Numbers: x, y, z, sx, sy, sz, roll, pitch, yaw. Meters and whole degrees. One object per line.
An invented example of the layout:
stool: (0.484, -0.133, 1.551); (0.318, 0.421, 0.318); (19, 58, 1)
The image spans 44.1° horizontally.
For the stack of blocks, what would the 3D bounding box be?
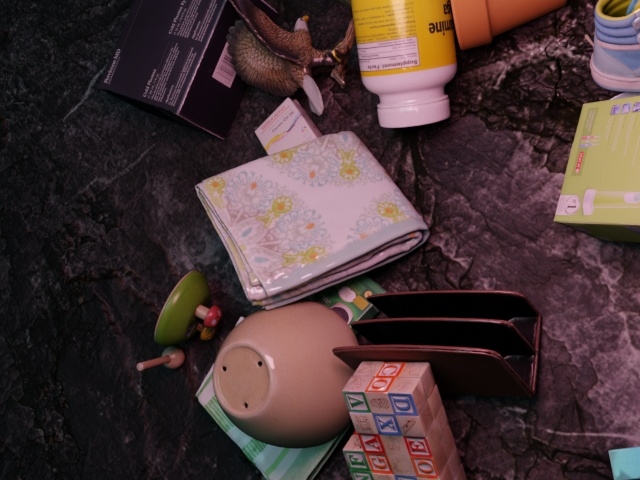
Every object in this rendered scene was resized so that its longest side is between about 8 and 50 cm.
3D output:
stack of blocks: (0.133, 0.351, 1.338); (0.171, 0.087, 0.297); (-5, 115, 32)

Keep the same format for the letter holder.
letter holder: (0.198, 0.161, 1.361); (0.301, 0.214, 0.152); (-4, 61, 33)

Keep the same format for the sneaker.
sneaker: (0.584, -0.333, 1.244); (0.318, 0.208, 0.127); (3, 58, 26)

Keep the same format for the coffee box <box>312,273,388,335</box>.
coffee box: (0.036, 0.143, 1.565); (0.184, 0.040, 0.113); (-46, 54, -8)

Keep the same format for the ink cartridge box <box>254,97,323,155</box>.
ink cartridge box: (-0.069, -0.231, 1.751); (0.115, 0.067, 0.198); (-43, 52, 15)

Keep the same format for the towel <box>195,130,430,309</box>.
towel: (-0.023, -0.056, 1.542); (0.374, 0.090, 0.321); (-21, 56, -16)

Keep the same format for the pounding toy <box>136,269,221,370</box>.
pounding toy: (-0.282, 0.194, 1.739); (0.110, 0.183, 0.237); (25, 92, 10)

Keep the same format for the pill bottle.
pill bottle: (0.162, -0.394, 1.512); (0.187, 0.188, 0.334); (2, 109, 34)

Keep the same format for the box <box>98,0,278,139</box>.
box: (-0.324, -0.464, 1.924); (0.312, 0.179, 0.343); (24, 90, 35)

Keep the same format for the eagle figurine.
eagle figurine: (-0.080, -0.413, 1.686); (0.298, 0.225, 0.227); (12, 115, 0)

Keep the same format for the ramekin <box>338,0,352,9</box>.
ramekin: (0.111, -0.642, 1.702); (0.303, 0.148, 0.304); (-10, 71, 31)

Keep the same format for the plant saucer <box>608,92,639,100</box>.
plant saucer: (0.545, -0.162, 1.346); (0.194, 0.037, 0.195); (-9, 72, 31)

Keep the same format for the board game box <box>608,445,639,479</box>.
board game box: (0.543, 0.314, 1.138); (0.210, 0.160, 0.047); (-17, 67, 28)

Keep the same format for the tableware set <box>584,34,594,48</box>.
tableware set: (0.561, -0.368, 1.405); (0.154, 0.024, 0.104); (-34, 64, 20)

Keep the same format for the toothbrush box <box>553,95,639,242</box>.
toothbrush box: (0.514, -0.105, 1.186); (0.283, 0.122, 0.206); (4, 77, 64)

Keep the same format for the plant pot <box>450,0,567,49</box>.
plant pot: (0.338, -0.516, 1.453); (0.203, 0.291, 0.291); (-8, 72, 15)

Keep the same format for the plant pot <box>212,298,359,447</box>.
plant pot: (-0.087, 0.248, 1.445); (0.284, 0.191, 0.284); (-3, 84, 30)

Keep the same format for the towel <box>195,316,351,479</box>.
towel: (-0.108, 0.341, 1.593); (0.325, 0.038, 0.248); (44, 115, 29)
